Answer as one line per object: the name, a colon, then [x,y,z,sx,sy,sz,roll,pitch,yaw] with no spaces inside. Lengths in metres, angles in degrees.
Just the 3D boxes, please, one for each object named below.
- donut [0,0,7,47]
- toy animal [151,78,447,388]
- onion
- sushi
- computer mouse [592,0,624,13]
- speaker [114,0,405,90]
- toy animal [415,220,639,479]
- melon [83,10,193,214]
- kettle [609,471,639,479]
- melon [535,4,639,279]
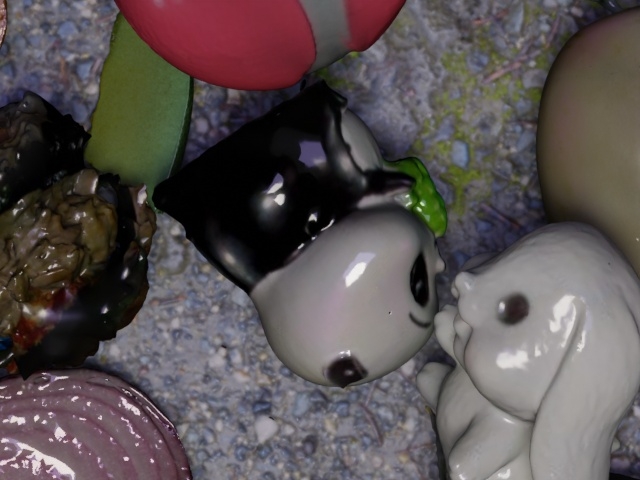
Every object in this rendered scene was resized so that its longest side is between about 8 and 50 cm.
donut: [-0.362,-0.215,1.463,0.152,0.058,0.152,0,94,-3]
toy animal: [0.008,-0.005,1.396,0.212,0.212,0.267,-39,92,2]
onion: [-0.250,0.248,1.471,0.247,0.111,0.250,-19,81,-21]
sushi: [-0.266,0.006,1.409,0.219,0.225,0.238,41,135,-14]
computer mouse: [0.175,-0.348,1.384,0.389,0.199,0.115,42,102,-16]
speaker: [-0.041,-0.279,1.356,0.294,0.294,0.294,0,93,1]
toy animal: [0.182,0.127,1.301,0.174,0.289,0.249,2,66,-8]
melon: [-0.171,-0.157,1.484,0.114,0.053,0.262,4,89,19]
kettle: [0.193,0.400,1.423,0.321,0.228,0.324,5,113,22]
melon: [0.310,-0.053,1.388,0.223,0.223,0.317,-15,94,1]
